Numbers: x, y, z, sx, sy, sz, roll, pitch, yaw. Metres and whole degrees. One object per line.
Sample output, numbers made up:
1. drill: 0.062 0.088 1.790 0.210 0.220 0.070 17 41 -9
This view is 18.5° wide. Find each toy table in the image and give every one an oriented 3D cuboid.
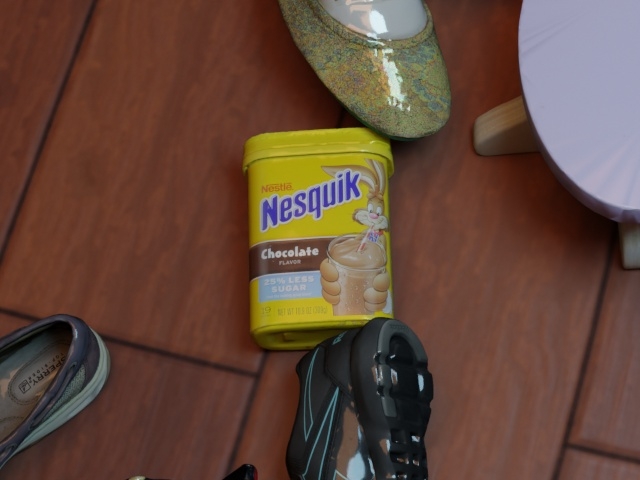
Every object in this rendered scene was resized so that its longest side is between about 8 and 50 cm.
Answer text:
1. toy table: 0.246 -0.118 1.587 0.252 0.161 0.274 7 68 10

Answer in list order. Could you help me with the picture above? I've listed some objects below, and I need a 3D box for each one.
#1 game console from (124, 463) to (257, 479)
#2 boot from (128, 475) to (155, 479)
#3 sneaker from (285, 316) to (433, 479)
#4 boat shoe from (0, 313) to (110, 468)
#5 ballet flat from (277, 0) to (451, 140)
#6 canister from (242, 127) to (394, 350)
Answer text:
1. game console: -0.111 0.247 1.521 0.085 0.124 0.144 12 67 -17
2. boot: -0.257 0.220 1.437 0.284 0.138 0.377 -1 31 -36
3. sneaker: 0.034 0.198 1.531 0.106 0.101 0.267 -13 70 34
4. boat shoe: -0.294 0.157 1.573 0.285 0.092 0.103 -39 67 -10
5. ballet flat: 0.016 -0.237 1.657 0.123 0.123 0.348 -25 57 -4
6. canister: 0.000 0.000 1.615 0.126 0.073 0.170 -3 68 4
